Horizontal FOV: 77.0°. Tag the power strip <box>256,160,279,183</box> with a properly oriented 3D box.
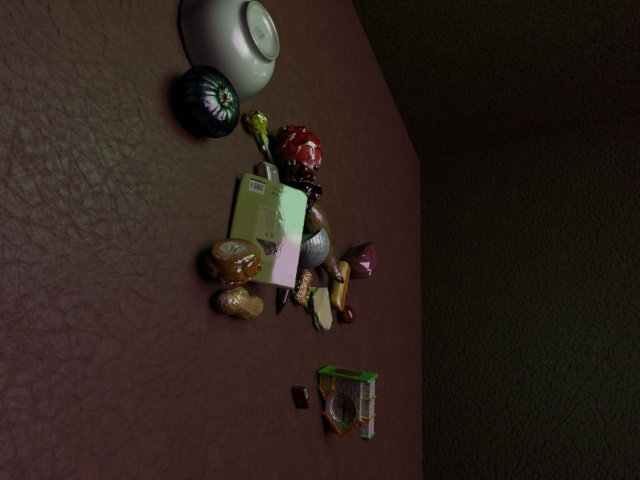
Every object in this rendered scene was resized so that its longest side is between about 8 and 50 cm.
[{"bbox_3d":[-0.169,-0.086,1.437,0.092,0.066,0.387,0,81,-69],"label":"power strip"}]

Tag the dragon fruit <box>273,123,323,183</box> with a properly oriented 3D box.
[{"bbox_3d":[-0.082,-0.317,1.535,0.193,0.192,0.274,-39,119,-36],"label":"dragon fruit"}]

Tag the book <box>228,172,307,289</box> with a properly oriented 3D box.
[{"bbox_3d":[-0.173,-0.033,1.305,0.239,0.035,0.352,17,67,-24],"label":"book"}]

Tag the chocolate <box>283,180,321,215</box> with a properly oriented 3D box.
[{"bbox_3d":[-0.074,-0.132,1.480,0.156,0.156,0.133,22,73,-60],"label":"chocolate"}]

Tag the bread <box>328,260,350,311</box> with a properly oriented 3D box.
[{"bbox_3d":[0.082,0.208,1.833,0.092,0.074,0.239,68,28,-49],"label":"bread"}]

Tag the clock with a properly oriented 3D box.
[{"bbox_3d":[0.107,0.653,1.608,0.106,0.220,0.255,6,85,-62],"label":"clock"}]

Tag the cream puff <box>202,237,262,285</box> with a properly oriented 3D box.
[{"bbox_3d":[-0.248,0.065,1.143,0.150,0.165,0.115,-100,-161,-55],"label":"cream puff"}]

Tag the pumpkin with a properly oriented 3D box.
[{"bbox_3d":[-0.314,-0.395,1.149,0.202,0.140,0.201,28,56,-55],"label":"pumpkin"}]

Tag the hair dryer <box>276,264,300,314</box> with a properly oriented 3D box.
[{"bbox_3d":[-0.120,0.161,1.426,0.173,0.050,0.194,88,19,-64],"label":"hair dryer"}]

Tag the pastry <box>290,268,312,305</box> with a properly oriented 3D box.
[{"bbox_3d":[-0.072,0.181,1.560,0.080,0.056,0.140,49,47,-36],"label":"pastry"}]

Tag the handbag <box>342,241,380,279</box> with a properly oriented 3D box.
[{"bbox_3d":[0.207,0.105,2.034,0.225,0.147,0.135,-43,118,-61],"label":"handbag"}]

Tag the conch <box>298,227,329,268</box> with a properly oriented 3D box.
[{"bbox_3d":[-0.039,0.043,1.519,0.131,0.172,0.200,62,19,-12],"label":"conch"}]

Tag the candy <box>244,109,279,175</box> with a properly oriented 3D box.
[{"bbox_3d":[-0.199,-0.347,1.460,0.077,0.073,0.262,-103,175,-54],"label":"candy"}]

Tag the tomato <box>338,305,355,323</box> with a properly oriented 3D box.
[{"bbox_3d":[0.121,0.347,1.875,0.087,0.075,0.087,-18,90,-76],"label":"tomato"}]

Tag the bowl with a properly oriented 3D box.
[{"bbox_3d":[-0.255,-0.637,1.284,0.354,0.185,0.353,28,58,-58],"label":"bowl"}]

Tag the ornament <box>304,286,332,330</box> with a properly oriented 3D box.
[{"bbox_3d":[0.002,0.261,1.687,0.180,0.059,0.201,-66,142,-49],"label":"ornament"}]

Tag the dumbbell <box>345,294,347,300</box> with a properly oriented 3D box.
[{"bbox_3d":[0.096,0.276,1.885,0.083,0.040,0.036,-11,123,-63],"label":"dumbbell"}]

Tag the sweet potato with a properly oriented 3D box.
[{"bbox_3d":[-0.003,0.001,1.673,0.130,0.131,0.422,-59,135,-52],"label":"sweet potato"}]

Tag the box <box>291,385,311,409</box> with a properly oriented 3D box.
[{"bbox_3d":[-0.069,0.568,1.452,0.023,0.052,0.082,-36,114,-60],"label":"box"}]

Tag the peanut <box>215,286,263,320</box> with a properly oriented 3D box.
[{"bbox_3d":[-0.236,0.188,1.199,0.193,0.089,0.089,42,46,-58],"label":"peanut"}]
